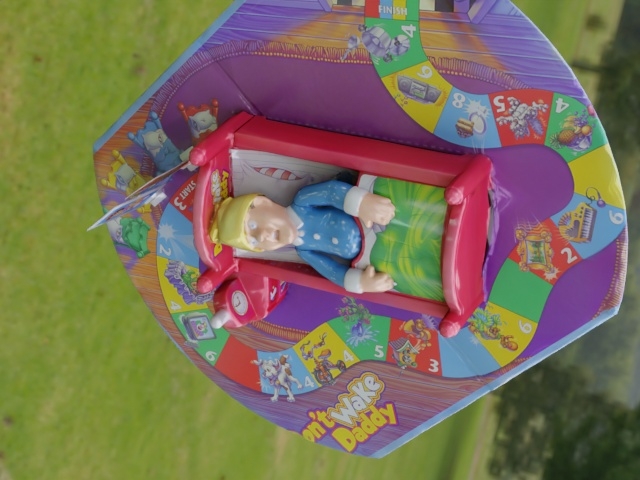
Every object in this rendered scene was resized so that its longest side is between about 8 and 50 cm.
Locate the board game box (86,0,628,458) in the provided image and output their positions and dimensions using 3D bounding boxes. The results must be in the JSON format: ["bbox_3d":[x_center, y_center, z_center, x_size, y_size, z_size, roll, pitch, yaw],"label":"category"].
[{"bbox_3d":[0.000,0.000,0.385,0.168,0.133,0.033,-38,-176,38],"label":"board game box"}]
